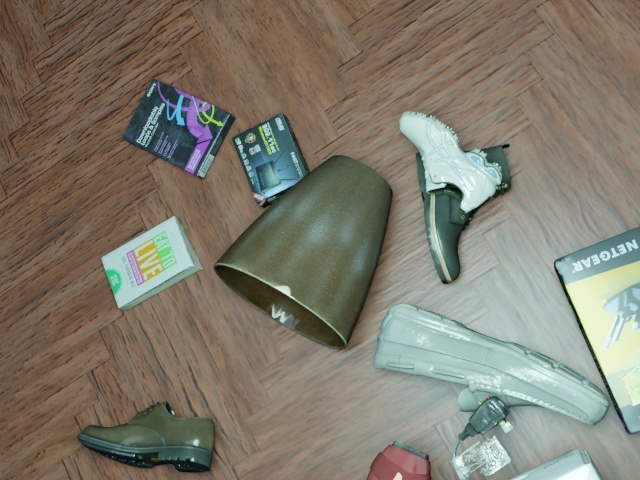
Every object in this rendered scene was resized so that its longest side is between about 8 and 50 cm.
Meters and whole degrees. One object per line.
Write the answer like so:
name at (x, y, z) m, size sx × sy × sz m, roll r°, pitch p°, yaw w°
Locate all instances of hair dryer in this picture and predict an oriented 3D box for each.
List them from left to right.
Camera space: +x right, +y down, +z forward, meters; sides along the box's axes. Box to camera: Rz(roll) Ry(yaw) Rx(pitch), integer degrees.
hair dryer at (0.145, 0.338, 0.994) m, size 0.294 × 0.080 × 0.223 m, roll -34°, pitch 54°, yaw 10°

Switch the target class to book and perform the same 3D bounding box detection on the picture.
book at (-0.273, 0.036, 1.319) m, size 0.144 × 0.035 × 0.096 m, roll -30°, pitch 69°, yaw 11°

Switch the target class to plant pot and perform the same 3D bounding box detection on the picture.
plant pot at (0.000, 0.000, 1.169) m, size 0.215 × 0.215 × 0.230 m, roll 26°, pitch 73°, yaw 19°

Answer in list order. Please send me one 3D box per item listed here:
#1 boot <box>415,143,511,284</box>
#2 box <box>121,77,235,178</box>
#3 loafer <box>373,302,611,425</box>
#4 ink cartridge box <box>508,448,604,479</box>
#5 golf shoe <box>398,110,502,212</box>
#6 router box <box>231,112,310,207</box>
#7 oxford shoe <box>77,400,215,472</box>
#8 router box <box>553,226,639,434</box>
boot at (0.216, -0.044, 1.171) m, size 0.137 × 0.077 × 0.197 m, roll -9°, pitch 79°, yaw 9°
box at (-0.234, -0.185, 1.348) m, size 0.162 × 0.029 × 0.116 m, roll 26°, pitch 88°, yaw 20°
loafer at (0.223, 0.183, 1.110) m, size 0.320 × 0.112 × 0.111 m, roll 20°, pitch 91°, yaw 26°
ink cartridge box at (0.261, 0.397, 0.869) m, size 0.207 × 0.117 × 0.283 m, roll -30°, pitch 77°, yaw 9°
golf shoe at (0.163, -0.110, 1.141) m, size 0.176 × 0.069 × 0.086 m, roll 40°, pitch 83°, yaw 23°
router box at (-0.074, -0.125, 1.285) m, size 0.092 × 0.038 × 0.122 m, roll -25°, pitch 74°, yaw 10°
oxford shoe at (-0.261, 0.294, 1.250) m, size 0.227 × 0.083 × 0.096 m, roll 0°, pitch 61°, yaw 16°
router box at (0.493, 0.084, 1.058) m, size 0.309 × 0.081 × 0.242 m, roll -23°, pitch 74°, yaw 11°
